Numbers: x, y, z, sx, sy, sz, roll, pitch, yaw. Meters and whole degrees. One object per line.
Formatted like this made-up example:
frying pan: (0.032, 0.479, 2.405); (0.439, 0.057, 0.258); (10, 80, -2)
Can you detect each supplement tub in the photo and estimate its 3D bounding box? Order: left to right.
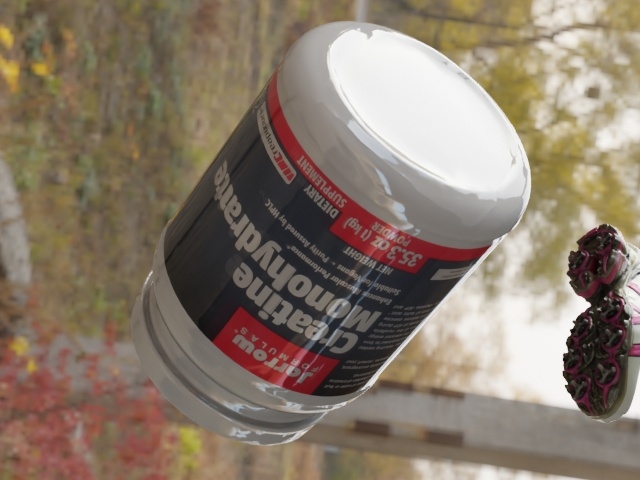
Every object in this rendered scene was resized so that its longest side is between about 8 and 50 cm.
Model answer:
supplement tub: (0.000, 0.000, 0.996); (0.272, 0.191, 0.191); (-52, -164, 35)

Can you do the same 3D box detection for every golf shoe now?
golf shoe: (0.240, 0.071, 1.112); (0.067, 0.086, 0.186); (-35, -152, 39)
